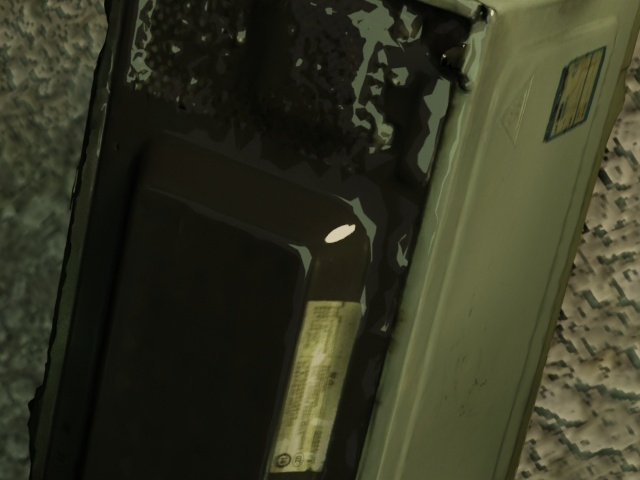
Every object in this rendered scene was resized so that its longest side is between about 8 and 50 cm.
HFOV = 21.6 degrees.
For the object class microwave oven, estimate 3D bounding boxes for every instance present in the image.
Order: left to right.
[{"bbox_3d":[0.000,0.000,0.892,0.218,0.286,0.355,22,113,23],"label":"microwave oven"}]
